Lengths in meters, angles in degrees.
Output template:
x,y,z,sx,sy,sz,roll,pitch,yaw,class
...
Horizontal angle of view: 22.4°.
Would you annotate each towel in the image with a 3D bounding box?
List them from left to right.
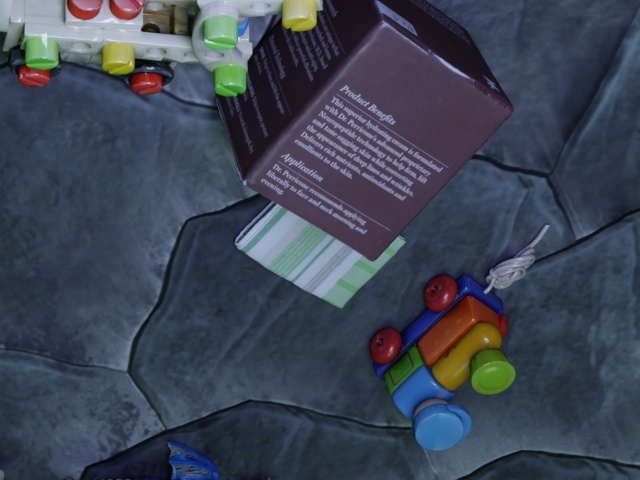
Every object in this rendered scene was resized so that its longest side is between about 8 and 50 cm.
x,y,z,sx,sy,sz,roll,pitch,yaw,class
0.000,0.000,1.680,0.152,0.023,0.113,32,114,-32,towel

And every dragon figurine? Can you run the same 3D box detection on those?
x,y,z,sx,sy,sz,roll,pitch,yaw,class
-0.157,0.284,1.795,0.144,0.085,0.289,-40,124,14,dragon figurine

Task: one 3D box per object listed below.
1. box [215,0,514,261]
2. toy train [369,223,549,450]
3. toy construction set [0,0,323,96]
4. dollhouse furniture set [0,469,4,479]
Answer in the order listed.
x,y,z,sx,sy,sz,roll,pitch,yaw,class
0.036,-0.127,1.507,0.168,0.167,0.203,32,112,-29,box
0.172,0.102,1.714,0.105,0.143,0.248,34,111,-31,toy train
-0.174,-0.215,1.385,0.327,0.151,0.215,17,160,-12,toy construction set
-0.299,0.376,1.731,0.259,0.135,0.262,-7,135,27,dollhouse furniture set
